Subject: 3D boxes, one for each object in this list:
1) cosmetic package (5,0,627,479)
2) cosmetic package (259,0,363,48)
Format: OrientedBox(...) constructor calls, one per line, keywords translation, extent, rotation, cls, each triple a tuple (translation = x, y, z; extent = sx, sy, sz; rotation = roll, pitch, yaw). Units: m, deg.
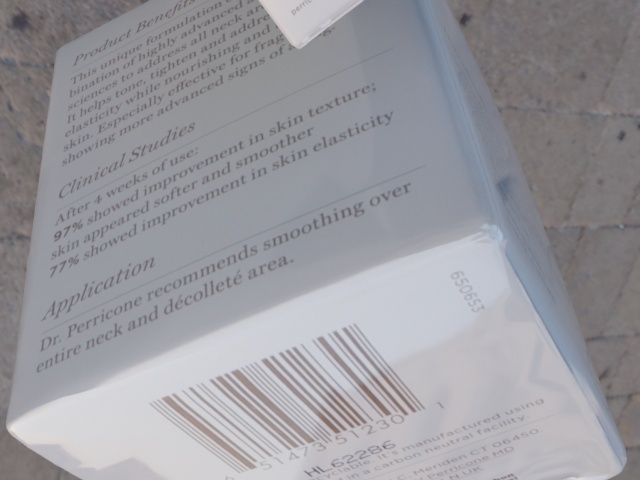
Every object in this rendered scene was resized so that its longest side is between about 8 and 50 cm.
OrientedBox(translation=(0.000, 0.000, 0.734), extent=(0.329, 0.393, 0.327), rotation=(-23, 136, 17), cls="cosmetic package")
OrientedBox(translation=(-0.049, -0.310, 0.478), extent=(0.155, 0.197, 0.365), rotation=(-33, 104, 23), cls="cosmetic package")
